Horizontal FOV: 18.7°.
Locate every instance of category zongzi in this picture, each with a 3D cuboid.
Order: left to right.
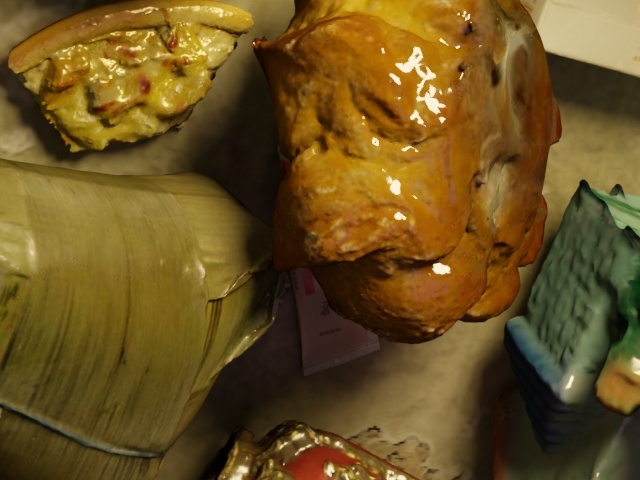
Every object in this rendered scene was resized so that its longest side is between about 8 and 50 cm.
[{"bbox_3d":[-0.227,0.110,1.212,0.323,0.160,0.360,9,120,-37],"label":"zongzi"}]

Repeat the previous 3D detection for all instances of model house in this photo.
[{"bbox_3d":[0.256,0.168,1.391,0.295,0.252,0.329,16,114,-27],"label":"model house"}]

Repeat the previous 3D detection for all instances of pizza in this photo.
[{"bbox_3d":[-0.117,-0.105,1.227,0.160,0.036,0.099,-10,118,-16],"label":"pizza"}]

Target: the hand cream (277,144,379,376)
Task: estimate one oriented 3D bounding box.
[{"bbox_3d":[-0.001,-0.001,1.327,0.052,0.038,0.216,-3,123,12],"label":"hand cream"}]

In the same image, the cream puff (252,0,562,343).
[{"bbox_3d":[0.060,-0.066,1.211,0.154,0.241,0.269,-4,107,29],"label":"cream puff"}]

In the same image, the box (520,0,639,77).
[{"bbox_3d":[0.230,-0.223,1.281,0.149,0.067,0.233,13,109,-23],"label":"box"}]

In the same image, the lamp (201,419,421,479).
[{"bbox_3d":[0.033,0.238,1.343,0.274,0.177,0.177,30,103,-9],"label":"lamp"}]
